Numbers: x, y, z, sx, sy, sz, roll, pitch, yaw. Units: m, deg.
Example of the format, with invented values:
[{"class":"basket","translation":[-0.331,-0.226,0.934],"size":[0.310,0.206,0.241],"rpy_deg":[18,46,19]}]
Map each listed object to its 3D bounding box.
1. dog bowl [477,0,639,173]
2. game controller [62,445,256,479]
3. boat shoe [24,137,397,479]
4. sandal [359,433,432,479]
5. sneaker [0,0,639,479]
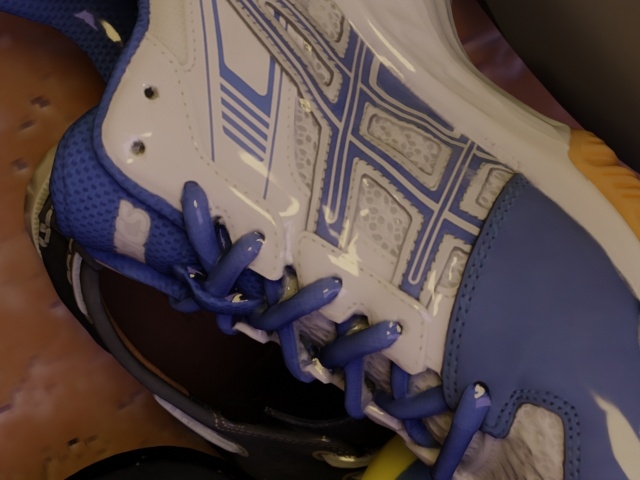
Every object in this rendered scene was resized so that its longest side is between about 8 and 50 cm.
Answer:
[{"class":"dog bowl","translation":[0.081,-0.146,0.476],"size":[0.104,0.265,0.265],"rpy_deg":[-29,114,-7]},{"class":"game controller","translation":[-0.018,0.211,0.660],"size":[0.166,0.067,0.319],"rpy_deg":[-39,116,-1]},{"class":"boat shoe","translation":[0.003,0.053,0.616],"size":[0.233,0.079,0.084],"rpy_deg":[41,89,-27]},{"class":"sandal","translation":[0.129,0.133,0.612],"size":[0.317,0.138,0.126],"rpy_deg":[16,99,-41]},{"class":"sneaker","translation":[0.000,0.000,0.506],"size":[0.131,0.296,0.112],"rpy_deg":[-20,152,-22]}]
